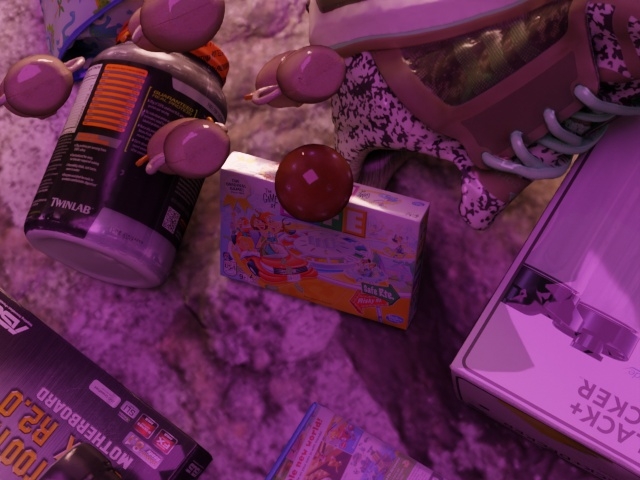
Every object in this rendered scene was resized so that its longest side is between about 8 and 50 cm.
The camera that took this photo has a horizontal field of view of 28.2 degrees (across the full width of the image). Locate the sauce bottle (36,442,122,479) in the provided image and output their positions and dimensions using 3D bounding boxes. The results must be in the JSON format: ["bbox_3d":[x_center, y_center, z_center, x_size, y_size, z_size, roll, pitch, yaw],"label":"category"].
[{"bbox_3d":[-0.053,0.269,0.820,0.344,0.111,0.111,40,80,9],"label":"sauce bottle"}]

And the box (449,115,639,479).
[{"bbox_3d":[0.237,0.023,0.905,0.169,0.087,0.290,30,77,19],"label":"box"}]

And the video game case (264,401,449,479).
[{"bbox_3d":[0.034,0.206,0.908,0.166,0.015,0.119,29,77,18],"label":"video game case"}]

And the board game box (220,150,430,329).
[{"bbox_3d":[0.000,0.000,0.946,0.154,0.103,0.026,15,40,15],"label":"board game box"}]

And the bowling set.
[{"bbox_3d":[-0.070,-0.097,0.891,0.287,0.154,0.200,-29,102,-10],"label":"bowling set"}]

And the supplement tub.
[{"bbox_3d":[-0.143,-0.068,0.987,0.117,0.117,0.190,15,72,14],"label":"supplement tub"}]

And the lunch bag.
[{"bbox_3d":[-0.179,-0.216,1.063,0.151,0.096,0.128,-27,64,30],"label":"lunch bag"}]

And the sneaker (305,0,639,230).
[{"bbox_3d":[0.153,-0.095,0.892,0.410,0.158,0.182,3,90,48],"label":"sneaker"}]

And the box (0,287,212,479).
[{"bbox_3d":[-0.226,0.161,0.945,0.231,0.056,0.183,35,78,20],"label":"box"}]
